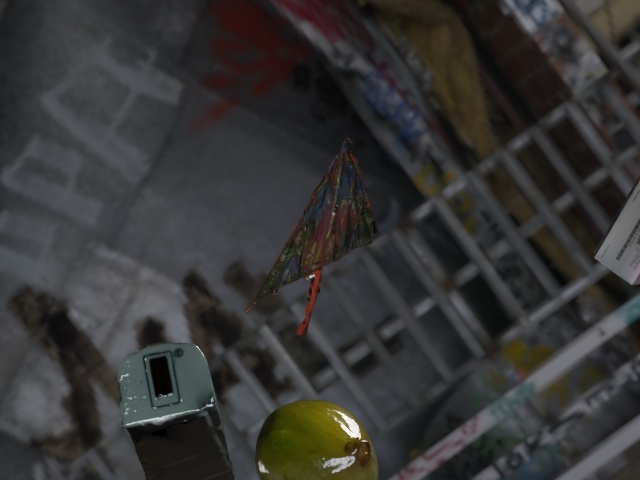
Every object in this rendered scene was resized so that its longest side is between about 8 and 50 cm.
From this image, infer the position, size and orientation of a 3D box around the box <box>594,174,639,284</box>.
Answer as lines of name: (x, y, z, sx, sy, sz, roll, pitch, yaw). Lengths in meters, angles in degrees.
box: (0.328, -0.029, 1.298, 0.129, 0.051, 0.130, -3, -54, -52)

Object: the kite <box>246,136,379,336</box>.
kite: (0.000, 0.000, 1.233, 0.232, 0.009, 0.189, -22, -52, -59)

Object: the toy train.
toy train: (-0.084, 0.124, 0.864, 0.055, 0.048, 0.252, -15, -22, -7)

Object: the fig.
fig: (-0.002, 0.241, 1.555, 0.136, 0.153, 0.121, -17, -52, -46)
